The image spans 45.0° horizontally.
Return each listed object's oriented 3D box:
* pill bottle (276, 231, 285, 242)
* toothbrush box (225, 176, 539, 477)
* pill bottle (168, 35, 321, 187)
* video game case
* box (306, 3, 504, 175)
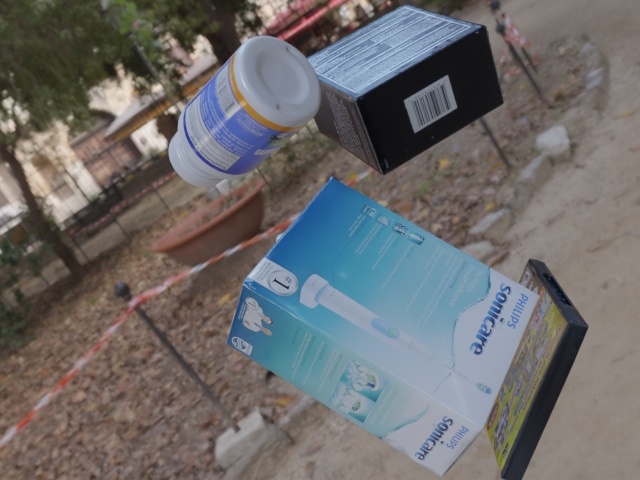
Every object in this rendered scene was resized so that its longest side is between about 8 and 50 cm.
[{"bbox_3d":[0.000,0.000,1.300,0.137,0.078,0.078,-19,15,15],"label":"pill bottle"},{"bbox_3d":[0.075,0.093,0.907,0.216,0.295,0.126,-53,-12,-42],"label":"toothbrush box"},{"bbox_3d":[-0.133,-0.190,1.233,0.272,0.152,0.152,-33,8,47],"label":"pill bottle"},{"bbox_3d":[0.325,0.197,1.229,0.248,0.035,0.275,-86,12,-70],"label":"video game case"},{"bbox_3d":[0.152,-0.313,1.550,0.296,0.183,0.294,-31,34,-10],"label":"box"}]
